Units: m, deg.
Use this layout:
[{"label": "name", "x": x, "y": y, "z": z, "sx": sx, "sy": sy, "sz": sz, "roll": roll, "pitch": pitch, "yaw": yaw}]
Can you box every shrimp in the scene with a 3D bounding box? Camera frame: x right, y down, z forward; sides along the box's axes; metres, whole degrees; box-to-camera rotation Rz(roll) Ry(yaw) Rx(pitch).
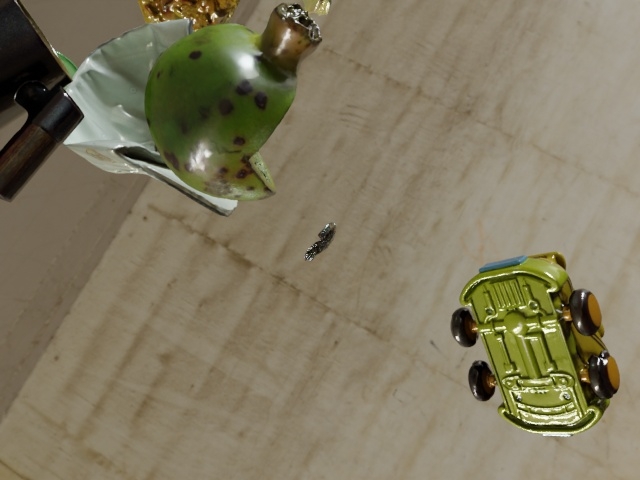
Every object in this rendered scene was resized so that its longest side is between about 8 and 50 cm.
[{"label": "shrimp", "x": 0.000, "y": 0.000, "z": 1.537, "sx": 0.161, "sy": 0.034, "sz": 0.091, "roll": -44, "pitch": -30, "yaw": -46}]

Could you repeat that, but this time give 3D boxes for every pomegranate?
[{"label": "pomegranate", "x": -0.078, "y": -0.116, "z": 0.447, "sx": 0.169, "sy": 0.122, "sz": 0.143, "roll": 117, "pitch": 157, "yaw": -43}]

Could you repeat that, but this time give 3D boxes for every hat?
[{"label": "hat", "x": -0.236, "y": -0.167, "z": 0.869, "sx": 0.301, "sy": 0.167, "sz": 0.258, "roll": 42, "pitch": -125, "yaw": -38}]

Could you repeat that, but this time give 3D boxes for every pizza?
[{"label": "pizza", "x": -0.308, "y": -0.505, "z": 1.129, "sx": 0.268, "sy": 0.257, "sz": 0.087, "roll": -48, "pitch": 2, "yaw": 40}]

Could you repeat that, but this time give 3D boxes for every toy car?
[{"label": "toy car", "x": 0.307, "y": 0.135, "z": 0.772, "sx": 0.200, "sy": 0.248, "sz": 0.142, "roll": -13, "pitch": 7, "yaw": 44}]

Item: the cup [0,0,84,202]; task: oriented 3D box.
[{"label": "cup", "x": -0.367, "y": -0.160, "z": 0.597, "sx": 0.176, "sy": 0.240, "sz": 0.166, "roll": -33, "pitch": 13, "yaw": -11}]

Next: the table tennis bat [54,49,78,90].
[{"label": "table tennis bat", "x": -0.605, "y": -0.338, "z": 1.229, "sx": 0.257, "sy": 0.160, "sz": 0.039, "roll": 97, "pitch": 170, "yaw": -61}]

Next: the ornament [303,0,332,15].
[{"label": "ornament", "x": -0.018, "y": -0.683, "z": 1.406, "sx": 0.180, "sy": 0.059, "sz": 0.201, "roll": -142, "pitch": 52, "yaw": -60}]
